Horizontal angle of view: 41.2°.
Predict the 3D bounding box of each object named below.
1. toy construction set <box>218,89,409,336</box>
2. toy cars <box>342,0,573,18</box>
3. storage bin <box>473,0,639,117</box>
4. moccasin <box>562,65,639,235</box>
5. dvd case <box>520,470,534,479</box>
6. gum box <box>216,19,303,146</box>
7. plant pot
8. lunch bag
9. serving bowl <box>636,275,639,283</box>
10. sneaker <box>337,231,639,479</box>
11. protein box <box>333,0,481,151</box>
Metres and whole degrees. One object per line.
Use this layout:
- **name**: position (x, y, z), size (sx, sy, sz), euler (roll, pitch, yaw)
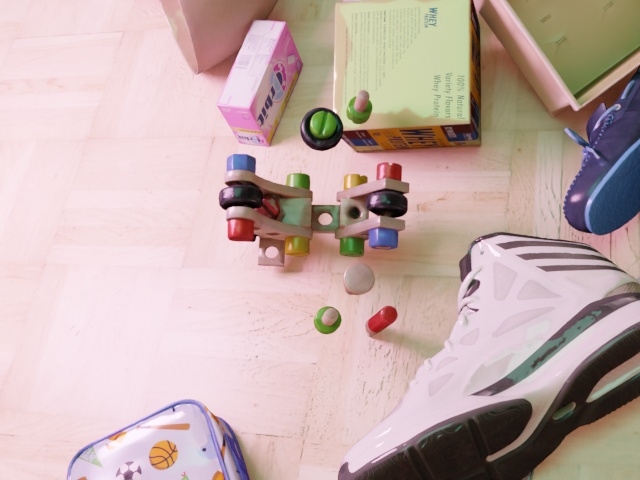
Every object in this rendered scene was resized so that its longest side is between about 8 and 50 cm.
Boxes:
- **toy construction set**: position (0.000, 0.000, 1.204), size (0.257, 0.237, 0.308), euler (-22, 79, -12)
- **toy cars**: position (0.227, -0.385, 1.393), size (0.394, 0.087, 0.176), euler (-12, 75, 15)
- **storage bin**: position (0.379, -0.360, 1.235), size (0.260, 0.123, 0.262), euler (-36, 91, -3)
- **moccasin**: position (0.423, -0.134, 1.182), size (0.117, 0.137, 0.342), euler (23, 55, 38)
- **dvd case**: position (0.197, 0.302, 1.060), size (0.119, 0.013, 0.087), euler (13, 66, 22)
- **gum box**: position (-0.095, -0.265, 1.412), size (0.062, 0.107, 0.188), euler (10, 66, 22)
- **plant pot**: position (-0.177, -0.451, 1.456), size (0.191, 0.284, 0.284), euler (-23, 57, -9)
- **lunch bag**: position (-0.185, 0.369, 1.085), size (0.243, 0.115, 0.303), euler (-25, 57, 0)
- **serving bowl**: position (0.448, 0.067, 1.105), size (0.083, 0.027, 0.083), euler (-8, 59, 14)
- **sneaker**: position (0.196, 0.154, 1.078), size (0.448, 0.169, 0.257), euler (-29, 40, -2)
- **protein box**: position (0.134, -0.247, 1.281), size (0.201, 0.136, 0.199), euler (-1, 82, 17)
